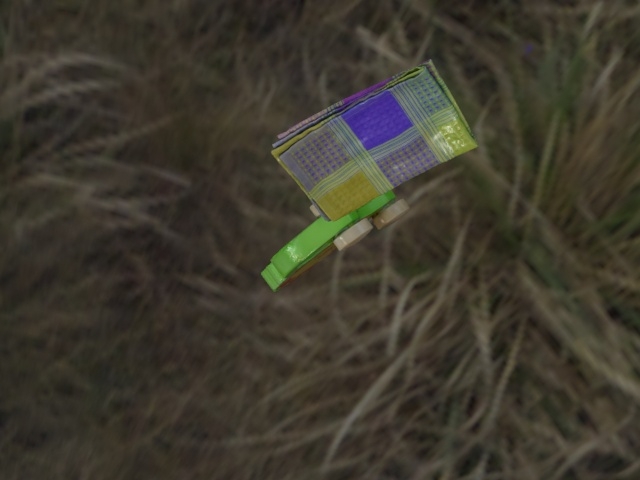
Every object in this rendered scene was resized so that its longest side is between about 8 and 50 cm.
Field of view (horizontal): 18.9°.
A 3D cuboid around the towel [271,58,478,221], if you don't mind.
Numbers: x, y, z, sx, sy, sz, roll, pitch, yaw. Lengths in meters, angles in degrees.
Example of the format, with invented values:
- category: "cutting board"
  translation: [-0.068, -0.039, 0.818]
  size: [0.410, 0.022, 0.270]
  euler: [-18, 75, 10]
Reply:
- category: "towel"
  translation: [0.025, -0.043, 0.879]
  size: [0.083, 0.060, 0.009]
  euler: [-27, 41, 9]

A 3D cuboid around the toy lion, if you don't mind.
- category: "toy lion"
  translation: [0.000, 0.000, 1.129]
  size: [0.096, 0.100, 0.034]
  euler: [-38, 86, 24]
